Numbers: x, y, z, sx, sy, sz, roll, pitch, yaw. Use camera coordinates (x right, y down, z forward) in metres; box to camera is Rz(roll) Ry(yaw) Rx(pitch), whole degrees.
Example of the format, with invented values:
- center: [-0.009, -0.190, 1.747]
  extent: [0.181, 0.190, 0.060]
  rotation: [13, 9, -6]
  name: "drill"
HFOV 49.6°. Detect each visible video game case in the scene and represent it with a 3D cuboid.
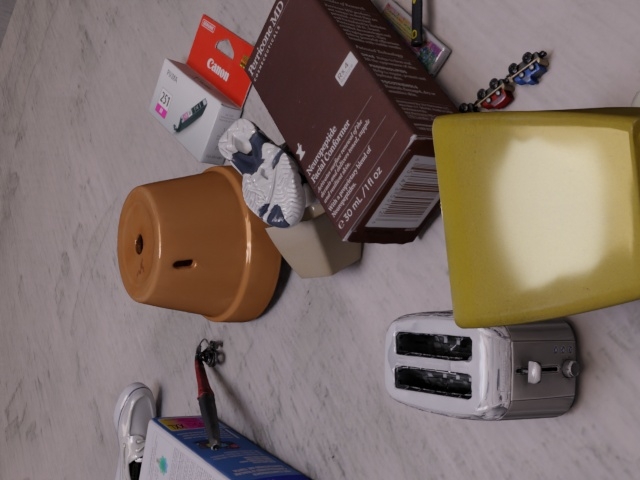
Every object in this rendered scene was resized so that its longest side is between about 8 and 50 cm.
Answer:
- center: [0.109, -0.265, 1.043]
  extent: [0.143, 0.019, 0.157]
  rotation: [-57, 47, 27]
  name: "video game case"

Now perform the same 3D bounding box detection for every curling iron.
- center: [-0.203, 0.271, 1.246]
  extent: [0.274, 0.035, 0.068]
  rotation: [-109, 40, -58]
  name: "curling iron"

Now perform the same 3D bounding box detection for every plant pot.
- center: [0.258, -0.032, 0.659]
  extent: [0.187, 0.212, 0.212]
  rotation: [-3, 95, 55]
  name: "plant pot"
- center: [-0.228, 0.005, 1.225]
  extent: [0.291, 0.203, 0.290]
  rotation: [-2, 88, 54]
  name: "plant pot"
- center: [0.000, 0.000, 1.065]
  extent: [0.109, 0.109, 0.096]
  rotation: [-7, 106, 47]
  name: "plant pot"

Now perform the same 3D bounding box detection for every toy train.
- center: [0.228, -0.187, 0.893]
  extent: [0.158, 0.027, 0.036]
  rotation: [-38, 62, 40]
  name: "toy train"

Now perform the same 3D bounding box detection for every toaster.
- center: [0.177, 0.142, 0.821]
  extent: [0.227, 0.146, 0.129]
  rotation: [-1, 83, 48]
  name: "toaster"

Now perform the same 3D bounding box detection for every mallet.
- center: [0.133, -0.370, 1.004]
  extent: [0.062, 0.039, 0.189]
  rotation: [1, 82, 48]
  name: "mallet"

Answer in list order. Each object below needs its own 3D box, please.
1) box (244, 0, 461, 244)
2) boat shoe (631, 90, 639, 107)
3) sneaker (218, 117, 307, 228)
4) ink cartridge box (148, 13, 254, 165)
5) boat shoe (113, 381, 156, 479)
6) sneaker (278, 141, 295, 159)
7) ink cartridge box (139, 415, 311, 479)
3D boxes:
- center: [0.044, -0.197, 0.987]
  extent: [0.191, 0.143, 0.381]
  rotation: [-58, 46, 36]
  name: "box"
- center: [0.398, -0.104, 0.652]
  extent: [0.227, 0.079, 0.081]
  rotation: [55, 129, 41]
  name: "boat shoe"
- center: [-0.056, -0.078, 1.061]
  extent: [0.094, 0.153, 0.235]
  rotation: [-49, 46, 5]
  name: "sneaker"
- center: [-0.244, -0.319, 1.417]
  extent: [0.275, 0.060, 0.239]
  rotation: [43, 118, 42]
  name: "ink cartridge box"
- center: [-0.379, 0.435, 1.451]
  extent: [0.088, 0.096, 0.267]
  rotation: [12, 95, 44]
  name: "boat shoe"
- center: [-0.042, -0.130, 1.175]
  extent: [0.170, 0.051, 0.089]
  rotation: [-38, 59, 45]
  name: "sneaker"
- center: [-0.154, 0.487, 1.147]
  extent: [0.395, 0.151, 0.270]
  rotation: [14, 95, 50]
  name: "ink cartridge box"
